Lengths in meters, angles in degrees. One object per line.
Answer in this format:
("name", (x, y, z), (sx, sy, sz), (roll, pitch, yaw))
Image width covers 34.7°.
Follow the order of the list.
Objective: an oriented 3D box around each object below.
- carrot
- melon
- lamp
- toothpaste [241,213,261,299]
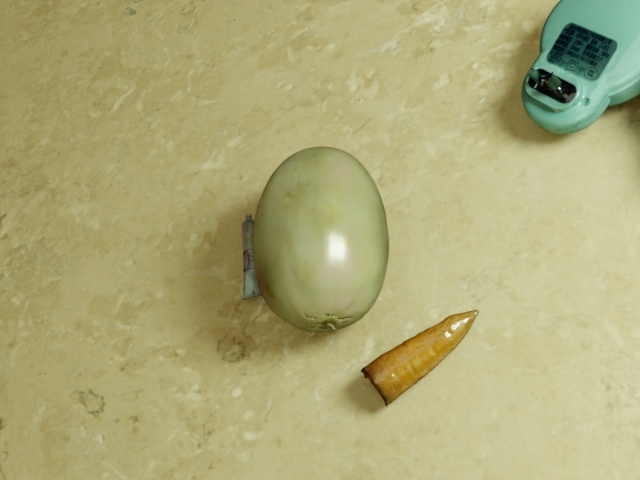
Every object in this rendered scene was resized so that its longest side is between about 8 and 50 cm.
("carrot", (0.160, 0.167, 1.579), (0.205, 0.072, 0.072), (-38, 52, 2))
("melon", (0.000, 0.000, 1.665), (0.223, 0.223, 0.317), (-13, 63, 22))
("lamp", (0.439, -0.296, 1.636), (0.284, 0.147, 0.209), (-44, 49, -11))
("toothpaste", (-0.124, 0.026, 1.840), (0.045, 0.028, 0.170), (-14, 59, 13))
